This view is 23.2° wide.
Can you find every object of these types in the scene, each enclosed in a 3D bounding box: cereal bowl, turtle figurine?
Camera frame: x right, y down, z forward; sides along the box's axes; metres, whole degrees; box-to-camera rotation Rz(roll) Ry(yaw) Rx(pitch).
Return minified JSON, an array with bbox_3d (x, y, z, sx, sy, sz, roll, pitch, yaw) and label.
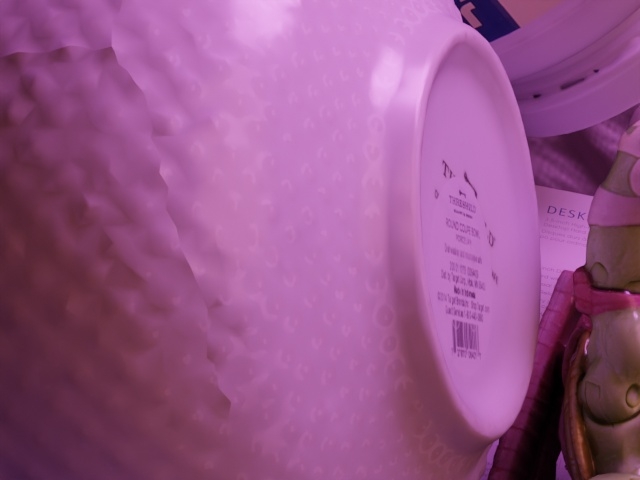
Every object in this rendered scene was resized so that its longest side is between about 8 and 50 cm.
[{"bbox_3d":[0.000,0.000,0.621,0.339,0.141,0.339,-5,90,-68],"label":"cereal bowl"},{"bbox_3d":[0.203,0.026,0.667,0.198,0.274,0.266,23,38,3],"label":"turtle figurine"}]

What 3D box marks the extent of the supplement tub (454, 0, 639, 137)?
[{"bbox_3d":[0.065,-0.229,0.815,0.325,0.235,0.235,43,44,-32],"label":"supplement tub"}]

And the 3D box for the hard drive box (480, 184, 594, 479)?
[{"bbox_3d":[0.164,0.088,0.824,0.089,0.181,0.232,89,19,-44],"label":"hard drive box"}]
